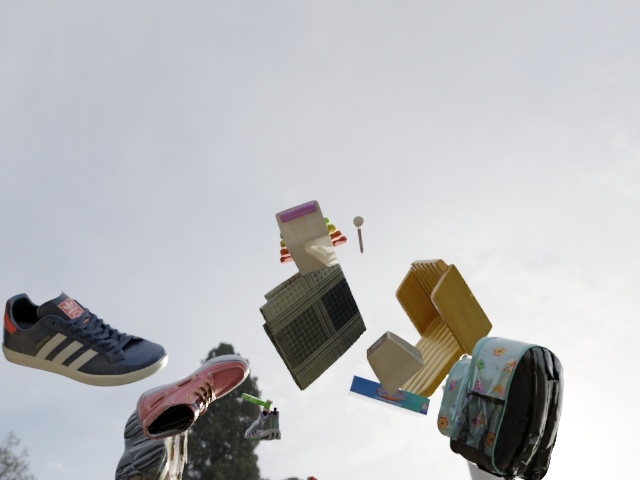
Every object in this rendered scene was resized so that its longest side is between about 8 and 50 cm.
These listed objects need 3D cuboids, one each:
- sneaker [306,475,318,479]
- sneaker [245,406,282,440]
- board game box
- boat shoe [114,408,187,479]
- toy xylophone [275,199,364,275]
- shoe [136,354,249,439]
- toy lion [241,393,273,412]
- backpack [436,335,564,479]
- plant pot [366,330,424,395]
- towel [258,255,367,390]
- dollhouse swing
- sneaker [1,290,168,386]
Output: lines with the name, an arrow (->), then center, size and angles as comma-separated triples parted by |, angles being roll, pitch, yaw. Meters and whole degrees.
sneaker -> -0.006, 0.470, 0.945 | 0.161, 0.057, 0.075 | 27, -97, -49
sneaker -> -0.176, 0.586, 1.662 | 0.083, 0.098, 0.223 | 14, -26, -25
board game box -> 0.182, 0.430, 1.430 | 0.210, 0.047, 0.160 | 17, -20, 6
boat shoe -> -0.335, 0.431, 1.074 | 0.122, 0.324, 0.120 | -19, -72, 1
toy xylophone -> 0.000, 0.000, 1.420 | 0.236, 0.081, 0.323 | -15, -25, -7
shoe -> -0.183, 0.236, 0.783 | 0.178, 0.081, 0.063 | -20, -70, -20
toy lion -> -0.189, 0.480, 1.555 | 0.096, 0.034, 0.100 | 21, -17, 0
backpack -> 0.272, 0.237, 0.769 | 0.166, 0.144, 0.188 | 26, -97, -34
plant pot -> 0.165, 0.276, 1.218 | 0.109, 0.109, 0.096 | -44, -89, 7
towel -> -0.019, 0.237, 1.573 | 0.056, 0.324, 0.312 | 1, -60, 50
dollhouse swing -> 0.306, 0.273, 1.652 | 0.305, 0.347, 0.315 | -33, -87, -10
sneaker -> -0.473, 0.182, 1.030 | 0.350, 0.131, 0.148 | 6, -72, 7
